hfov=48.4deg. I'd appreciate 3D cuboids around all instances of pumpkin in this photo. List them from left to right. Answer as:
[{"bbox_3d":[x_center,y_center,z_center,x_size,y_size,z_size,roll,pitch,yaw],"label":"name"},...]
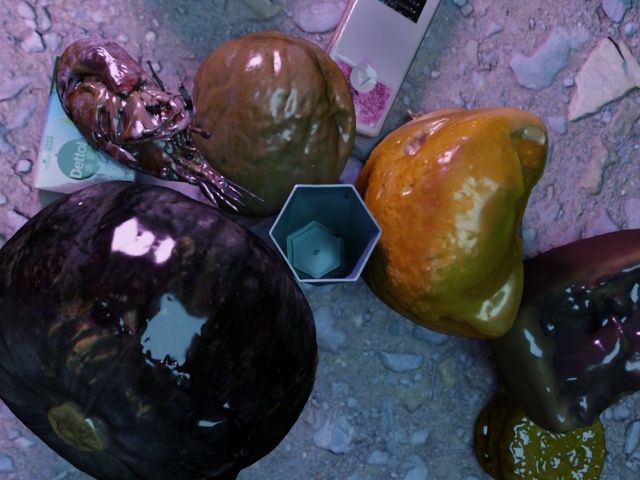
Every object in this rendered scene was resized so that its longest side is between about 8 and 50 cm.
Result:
[{"bbox_3d":[-0.222,0.130,0.950,0.454,0.455,0.344,48,44,-17],"label":"pumpkin"}]

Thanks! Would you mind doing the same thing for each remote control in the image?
[{"bbox_3d":[0.100,-0.347,1.195,0.145,0.050,0.343,27,87,-19],"label":"remote control"}]

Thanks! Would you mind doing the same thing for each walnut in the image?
[{"bbox_3d":[-0.076,-0.169,1.062,0.283,0.227,0.282,5,104,19],"label":"walnut"}]

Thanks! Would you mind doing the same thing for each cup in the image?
[{"bbox_3d":[0.000,0.000,1.050,0.134,0.235,0.148,32,84,0],"label":"cup"}]

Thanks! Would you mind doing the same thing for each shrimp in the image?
[{"bbox_3d":[-0.217,-0.151,0.949,0.343,0.116,0.145,38,98,9],"label":"shrimp"}]

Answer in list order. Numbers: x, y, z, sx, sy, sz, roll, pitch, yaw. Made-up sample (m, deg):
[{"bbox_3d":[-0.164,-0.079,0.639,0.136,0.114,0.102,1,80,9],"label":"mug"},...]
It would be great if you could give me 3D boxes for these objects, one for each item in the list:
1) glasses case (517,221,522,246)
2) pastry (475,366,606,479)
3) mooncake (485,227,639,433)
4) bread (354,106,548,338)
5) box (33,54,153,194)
[{"bbox_3d":[0.326,-0.017,1.272,0.073,0.049,0.194,39,49,-39],"label":"glasses case"},{"bbox_3d":[0.424,0.374,1.337,0.240,0.132,0.235,16,92,-20],"label":"pastry"},{"bbox_3d":[0.485,0.140,1.195,0.393,0.394,0.246,-43,116,-52],"label":"mooncake"},{"bbox_3d":[0.180,-0.044,1.094,0.251,0.394,0.360,9,96,-4],"label":"bread"},{"bbox_3d":[-0.336,-0.160,1.055,0.139,0.073,0.194,10,93,-20],"label":"box"}]
